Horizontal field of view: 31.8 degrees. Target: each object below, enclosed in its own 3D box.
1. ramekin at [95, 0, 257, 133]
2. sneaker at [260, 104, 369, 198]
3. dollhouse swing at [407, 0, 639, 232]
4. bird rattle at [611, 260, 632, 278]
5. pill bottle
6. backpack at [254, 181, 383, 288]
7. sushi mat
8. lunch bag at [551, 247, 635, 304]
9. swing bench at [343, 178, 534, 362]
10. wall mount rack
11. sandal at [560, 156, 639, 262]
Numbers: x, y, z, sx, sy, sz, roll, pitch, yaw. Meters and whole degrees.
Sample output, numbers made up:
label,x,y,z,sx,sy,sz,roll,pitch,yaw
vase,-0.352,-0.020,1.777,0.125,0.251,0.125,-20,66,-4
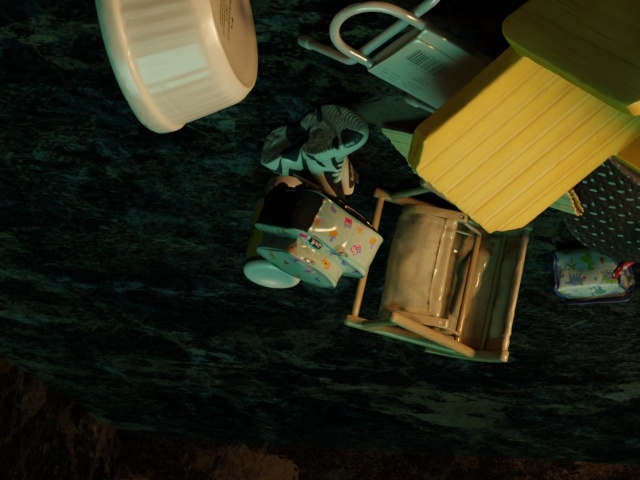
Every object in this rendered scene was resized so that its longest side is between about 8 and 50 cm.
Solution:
label,x,y,z,sx,sy,sz,roll,pitch,yaw
ramekin,-0.167,-0.277,1.377,0.127,0.273,0.273,-10,151,12
sneaker,0.029,-0.135,1.800,0.153,0.094,0.235,25,151,-34
dollhouse swing,0.345,-0.098,1.379,0.315,0.305,0.347,42,-174,39
bird rattle,0.624,0.015,1.892,0.206,0.143,0.253,3,163,-28
pill bottle,-0.072,-0.017,1.979,0.103,0.184,0.103,8,155,4
backpack,0.000,0.000,1.857,0.188,0.144,0.166,24,169,-30
sushi mat,0.247,-0.109,1.733,0.316,0.019,0.151,19,164,39
lunch bag,0.509,0.069,2.085,0.128,0.096,0.151,-5,166,23
swing bench,0.208,0.056,1.929,0.254,0.253,0.165,21,165,-27
wall mount rack,0.137,-0.244,1.503,0.350,0.131,0.304,25,148,-30
sandal,0.414,-0.125,1.706,0.167,0.107,0.446,-11,136,39
